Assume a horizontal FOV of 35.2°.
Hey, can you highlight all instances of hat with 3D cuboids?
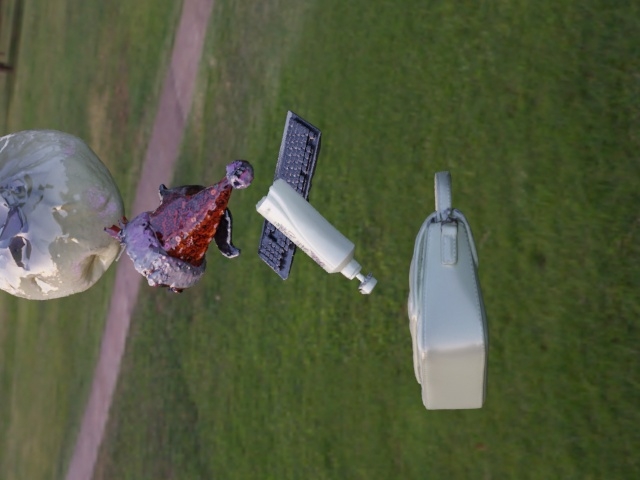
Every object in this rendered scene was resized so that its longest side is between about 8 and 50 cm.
[{"bbox_3d":[-0.175,-0.037,1.371,0.227,0.129,0.140,-44,70,24],"label":"hat"}]

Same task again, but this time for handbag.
[{"bbox_3d":[0.133,0.052,1.072,0.256,0.079,0.219,74,-166,-63],"label":"handbag"}]

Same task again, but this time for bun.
[{"bbox_3d":[-0.422,-0.041,1.502,0.272,0.168,0.273,4,98,27],"label":"bun"}]

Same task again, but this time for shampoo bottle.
[{"bbox_3d":[0.000,0.000,0.970,0.034,0.141,0.049,-52,4,-40],"label":"shampoo bottle"}]

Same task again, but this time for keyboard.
[{"bbox_3d":[-0.041,-0.053,1.209,0.074,0.015,0.196,37,122,40],"label":"keyboard"}]
